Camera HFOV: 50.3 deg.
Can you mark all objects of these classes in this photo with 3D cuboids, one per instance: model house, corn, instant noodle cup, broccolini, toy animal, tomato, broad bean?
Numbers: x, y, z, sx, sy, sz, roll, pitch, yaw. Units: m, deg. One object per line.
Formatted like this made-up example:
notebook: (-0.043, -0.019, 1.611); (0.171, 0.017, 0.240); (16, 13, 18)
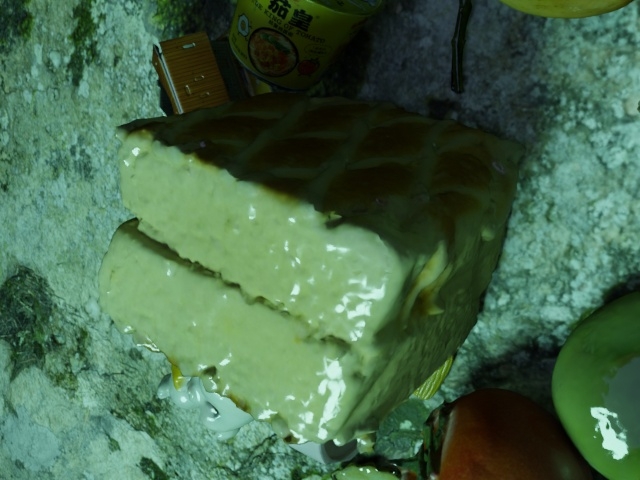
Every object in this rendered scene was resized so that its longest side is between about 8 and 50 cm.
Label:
model house: (-0.188, -0.195, 1.029); (0.207, 0.136, 0.219); (-15, 95, 35)
corn: (0.159, 0.188, 0.960); (0.037, 0.037, 0.092); (35, 117, 22)
instant noodle cup: (-0.030, -0.292, 0.879); (0.182, 0.182, 0.144); (48, 135, 14)
broccolini: (0.176, -0.289, 0.822); (0.044, 0.042, 0.218); (9, 114, 31)
toy animal: (-0.141, 0.194, 1.050); (0.325, 0.154, 0.208); (-32, 59, 45)
tomato: (0.205, 0.312, 0.837); (0.224, 0.256, 0.256); (35, 121, 4)
broad bean: (0.400, 0.168, 0.729); (0.291, 0.119, 0.238); (5, 94, 29)

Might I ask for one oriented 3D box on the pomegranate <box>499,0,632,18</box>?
pomegranate: (0.246, -0.320, 0.642); (0.233, 0.233, 0.233); (10, 109, 32)

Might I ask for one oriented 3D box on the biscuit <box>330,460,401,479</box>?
biscuit: (0.138, 0.462, 1.051); (0.187, 0.036, 0.273); (-22, 90, 37)

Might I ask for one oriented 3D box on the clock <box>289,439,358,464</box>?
clock: (0.028, 0.212, 0.956); (0.068, 0.197, 0.196); (19, 113, 31)

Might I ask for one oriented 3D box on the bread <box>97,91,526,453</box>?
bread: (0.000, 0.000, 0.807); (0.371, 0.390, 0.279); (24, 120, 29)

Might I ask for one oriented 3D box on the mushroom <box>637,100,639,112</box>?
mushroom: (0.393, -0.088, 0.694); (0.170, 0.080, 0.135); (45, 113, 13)
